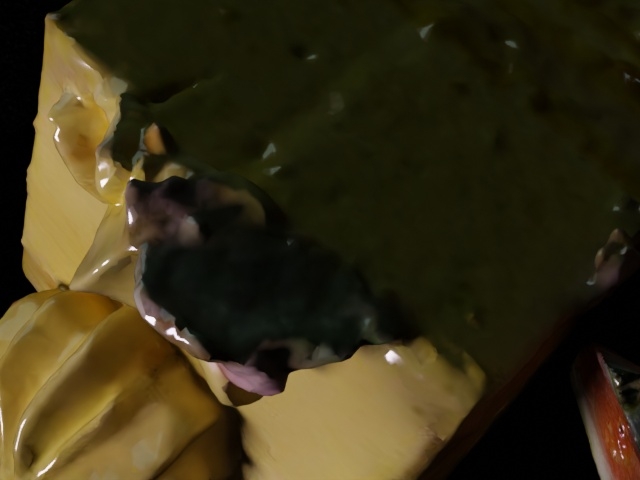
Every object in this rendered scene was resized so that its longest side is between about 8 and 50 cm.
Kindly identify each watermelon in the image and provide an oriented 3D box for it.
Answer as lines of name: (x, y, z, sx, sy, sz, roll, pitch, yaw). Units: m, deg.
watermelon: (0.123, 0.083, 0.580, 0.163, 0.087, 0.069, 30, -97, -83)

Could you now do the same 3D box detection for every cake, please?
cake: (0.000, 0.000, 0.675, 0.286, 0.222, 0.227, -45, -13, -32)
